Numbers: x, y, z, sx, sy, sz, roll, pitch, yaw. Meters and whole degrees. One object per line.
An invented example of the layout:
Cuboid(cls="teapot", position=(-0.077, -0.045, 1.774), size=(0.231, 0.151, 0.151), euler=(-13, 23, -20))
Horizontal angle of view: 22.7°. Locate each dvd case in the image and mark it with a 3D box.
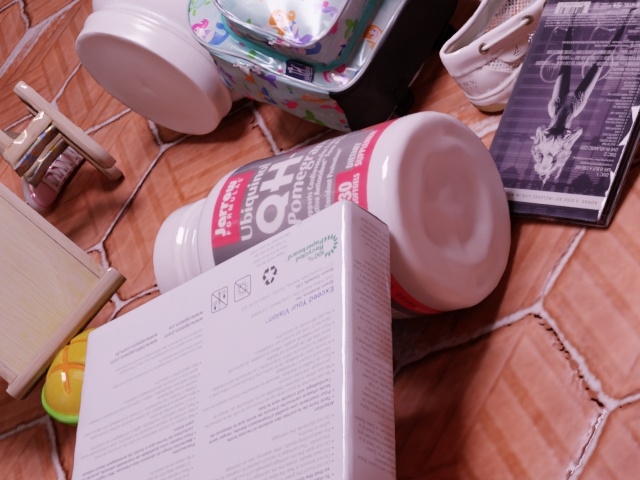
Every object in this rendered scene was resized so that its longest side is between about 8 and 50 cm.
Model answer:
Cuboid(cls="dvd case", position=(0.231, -0.121, 1.437), size=(0.164, 0.018, 0.221), euler=(9, 72, 51))

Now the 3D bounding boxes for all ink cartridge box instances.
Cuboid(cls="ink cartridge box", position=(-0.078, 0.170, 1.286), size=(0.324, 0.071, 0.330), euler=(-26, 49, 35))

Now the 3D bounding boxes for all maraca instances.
Cuboid(cls="maraca", position=(-0.201, 0.129, 1.642), size=(0.186, 0.099, 0.127), euler=(-31, 40, -21))

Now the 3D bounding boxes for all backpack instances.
Cuboid(cls="backpack", position=(-0.014, -0.250, 1.686), size=(0.253, 0.191, 0.225), euler=(19, 71, 35))

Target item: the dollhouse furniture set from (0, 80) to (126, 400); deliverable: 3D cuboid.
Cuboid(cls="dollhouse furniture set", position=(-0.366, 0.032, 1.843), size=(0.362, 0.256, 0.394), euler=(-50, 0, -6))

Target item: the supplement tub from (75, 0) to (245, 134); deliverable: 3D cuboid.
Cuboid(cls="supplement tub", position=(-0.131, -0.308, 1.910), size=(0.228, 0.228, 0.316), euler=(2, 56, 50))

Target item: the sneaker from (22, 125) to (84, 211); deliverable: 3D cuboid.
Cuboid(cls="sneaker", position=(-0.346, -0.101, 2.102), size=(0.070, 0.051, 0.134), euler=(-30, 31, 34))

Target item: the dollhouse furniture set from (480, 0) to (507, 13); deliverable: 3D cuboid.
Cuboid(cls="dollhouse furniture set", position=(0.167, -0.296, 1.698), size=(0.081, 0.091, 0.114), euler=(-24, 39, 57))

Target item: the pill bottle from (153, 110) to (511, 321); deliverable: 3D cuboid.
Cuboid(cls="pill bottle", position=(0.000, 0.000, 1.464), size=(0.319, 0.176, 0.176), euler=(-14, 44, 41))

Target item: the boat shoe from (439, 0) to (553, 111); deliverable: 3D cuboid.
Cuboid(cls="boat shoe", position=(0.221, -0.257, 1.562), size=(0.277, 0.096, 0.098), euler=(-53, 33, -8))
